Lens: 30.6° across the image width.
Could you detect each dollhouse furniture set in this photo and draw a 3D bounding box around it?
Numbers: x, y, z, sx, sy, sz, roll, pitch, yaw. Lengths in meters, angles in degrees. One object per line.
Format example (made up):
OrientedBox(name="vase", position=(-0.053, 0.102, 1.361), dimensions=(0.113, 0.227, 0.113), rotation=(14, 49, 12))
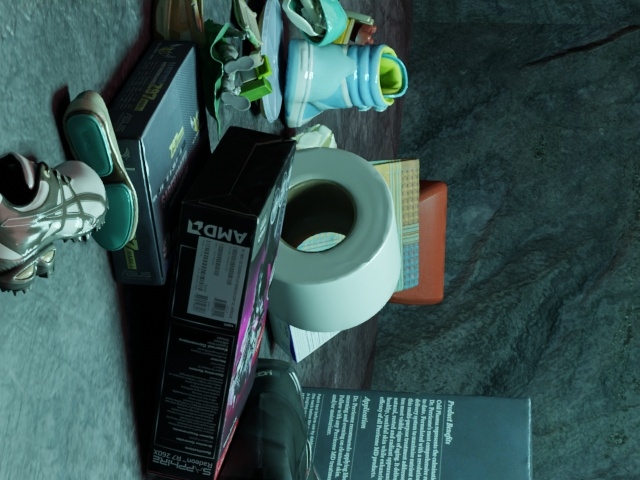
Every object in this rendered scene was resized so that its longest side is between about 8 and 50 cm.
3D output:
OrientedBox(name="dollhouse furniture set", position=(0.079, -0.584, 2.562), dimensions=(0.201, 0.152, 0.374), rotation=(-20, 130, -80))
OrientedBox(name="dollhouse furniture set", position=(-0.117, -0.278, 1.721), dimensions=(0.076, 0.058, 0.152), rotation=(37, 37, -70))

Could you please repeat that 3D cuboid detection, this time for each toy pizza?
OrientedBox(name="toy pizza", position=(-0.086, -0.289, 1.862), dimensions=(0.201, 0.032, 0.201), rotation=(2, 90, -84))

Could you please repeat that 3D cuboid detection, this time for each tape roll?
OrientedBox(name="tape roll", position=(0.000, 0.000, 1.823), dimensions=(0.169, 0.246, 0.246), rotation=(74, 20, -60))

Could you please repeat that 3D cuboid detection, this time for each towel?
OrientedBox(name="towel", position=(0.059, -0.013, 2.206), dimensions=(0.370, 0.040, 0.271), rotation=(-11, 105, -45))

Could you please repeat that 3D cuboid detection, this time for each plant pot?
OrientedBox(name="plant pot", position=(0.101, 0.012, 2.455), dimensions=(0.236, 0.267, 0.267), rotation=(-20, 113, -66))

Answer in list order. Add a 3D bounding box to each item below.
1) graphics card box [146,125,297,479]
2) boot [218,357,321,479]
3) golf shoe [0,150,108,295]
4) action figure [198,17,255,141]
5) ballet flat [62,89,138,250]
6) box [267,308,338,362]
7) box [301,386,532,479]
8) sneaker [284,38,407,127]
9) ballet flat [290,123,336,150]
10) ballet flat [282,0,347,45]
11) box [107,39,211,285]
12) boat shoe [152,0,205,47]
OrientedBox(name="graphics card box", position=(-0.117, 0.075, 1.390), dimensions=(0.233, 0.094, 0.371), rotation=(-69, 170, -62))
OrientedBox(name="boot", position=(-0.062, 0.399, 1.625), dimensions=(0.445, 0.146, 0.367), rotation=(-106, -176, -77))
OrientedBox(name="golf shoe", position=(-0.228, -0.038, 0.957), dimensions=(0.198, 0.077, 0.094), rotation=(-72, 161, -62))
OrientedBox(name="action figure", position=(-0.123, -0.219, 1.431), dimensions=(0.232, 0.063, 0.137), rotation=(-120, -143, -65))
OrientedBox(name="ballet flat", position=(-0.209, -0.069, 1.135), dimensions=(0.052, 0.057, 0.168), rotation=(-91, 177, -54))
OrientedBox(name="box", position=(-0.018, 0.123, 2.059), dimensions=(0.137, 0.072, 0.126), rotation=(-35, 144, -21))
OrientedBox(name="box", position=(0.174, 0.554, 2.317), dimensions=(0.297, 0.471, 0.480), rotation=(-78, 167, -45))
OrientedBox(name="sneaker", position=(0.041, -0.264, 2.040), dimensions=(0.319, 0.208, 0.127), rotation=(125, -33, -87))
OrientedBox(name="ballet flat", position=(-0.014, -0.162, 2.064), dimensions=(0.077, 0.091, 0.241), rotation=(-56, 176, 26))
OrientedBox(name="ballet flat", position=(-0.038, -0.408, 1.835), dimensions=(0.247, 0.083, 0.087), rotation=(57, 49, -30))
OrientedBox(name="box", position=(-0.178, -0.091, 1.288), dimensions=(0.233, 0.059, 0.183), rotation=(-74, 163, -55))
OrientedBox(name="boat shoe", position=(-0.149, -0.313, 1.360), dimensions=(0.068, 0.072, 0.190), rotation=(9, 84, -81))
